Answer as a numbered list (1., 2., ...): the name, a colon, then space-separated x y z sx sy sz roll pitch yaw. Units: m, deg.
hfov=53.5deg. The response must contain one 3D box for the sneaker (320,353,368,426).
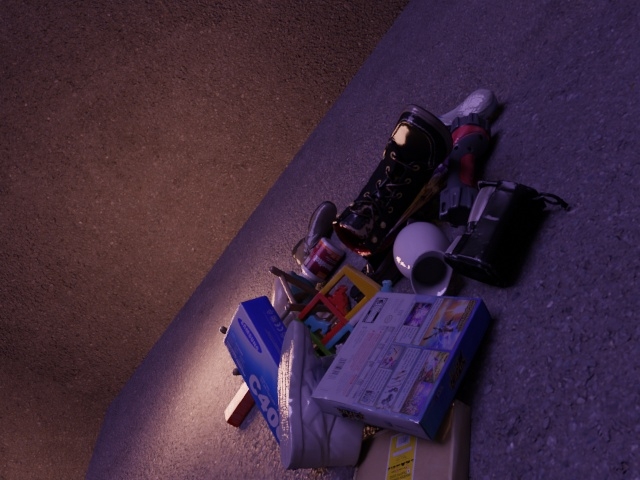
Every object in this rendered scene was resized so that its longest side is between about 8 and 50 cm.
1. sneaker: 0.120 0.299 1.296 0.256 0.094 0.151 -14 82 35

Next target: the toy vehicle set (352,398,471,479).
1. toy vehicle set: 0.149 0.393 1.098 0.267 0.035 0.166 -39 25 43

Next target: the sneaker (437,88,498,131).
1. sneaker: 0.347 -0.295 1.624 0.237 0.086 0.085 -32 56 18

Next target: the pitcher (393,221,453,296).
1. pitcher: 0.220 0.063 1.360 0.207 0.125 0.178 -90 4 -68

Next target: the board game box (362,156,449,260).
1. board game box: 0.242 -0.105 1.689 0.347 0.056 0.208 -43 18 35

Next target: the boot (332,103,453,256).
1. boot: 0.156 -0.124 1.453 0.284 0.138 0.377 -52 -7 -11

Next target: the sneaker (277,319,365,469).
1. sneaker: 0.007 0.305 1.260 0.108 0.169 0.293 121 151 -55

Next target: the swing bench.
1. swing bench: -0.079 0.234 1.657 0.253 0.254 0.165 -51 40 21

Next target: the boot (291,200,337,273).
1. boot: 0.000 0.000 2.105 0.246 0.083 0.161 -59 24 10

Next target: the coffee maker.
1. coffee maker: 0.334 -0.014 1.180 0.178 0.120 0.171 -62 19 -14

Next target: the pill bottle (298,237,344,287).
1. pill bottle: -0.002 0.073 1.945 0.152 0.086 0.086 -54 18 10

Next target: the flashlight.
1. flashlight: 0.342 -0.163 1.462 0.103 0.103 0.304 -41 28 43

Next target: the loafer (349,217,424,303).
1. loafer: 0.160 0.047 1.557 0.302 0.095 0.109 -43 23 35

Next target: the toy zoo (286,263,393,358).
1. toy zoo: 0.062 0.188 1.437 0.293 0.192 0.030 -49 -11 24

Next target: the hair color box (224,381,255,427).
1. hair color box: -0.231 0.482 1.907 0.141 0.043 0.072 -55 17 2

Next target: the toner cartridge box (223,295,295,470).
1. toner cartridge box: -0.091 0.309 1.398 0.348 0.075 0.165 55 139 27

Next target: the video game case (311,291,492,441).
1. video game case: 0.149 0.214 1.158 0.244 0.061 0.269 -1 43 45

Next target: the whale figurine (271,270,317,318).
1. whale figurine: -0.078 0.199 1.899 0.272 0.141 0.216 105 171 -74
